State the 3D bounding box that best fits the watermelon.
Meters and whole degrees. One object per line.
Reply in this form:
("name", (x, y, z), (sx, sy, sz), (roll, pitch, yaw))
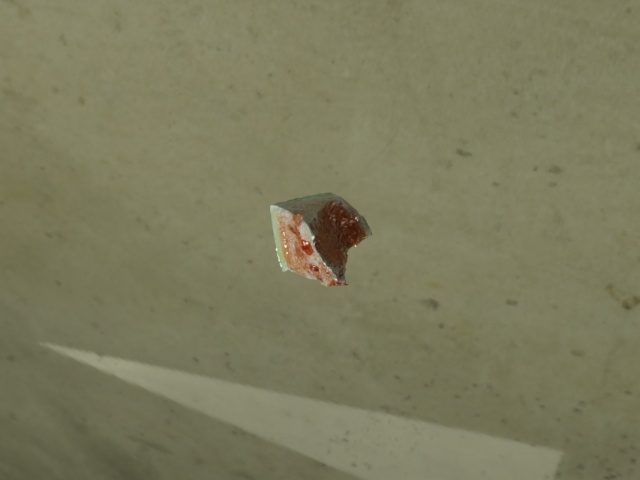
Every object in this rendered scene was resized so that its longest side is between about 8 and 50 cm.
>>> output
("watermelon", (-0.019, 0.001, 1.117), (0.121, 0.158, 0.098), (-14, 114, 23))
